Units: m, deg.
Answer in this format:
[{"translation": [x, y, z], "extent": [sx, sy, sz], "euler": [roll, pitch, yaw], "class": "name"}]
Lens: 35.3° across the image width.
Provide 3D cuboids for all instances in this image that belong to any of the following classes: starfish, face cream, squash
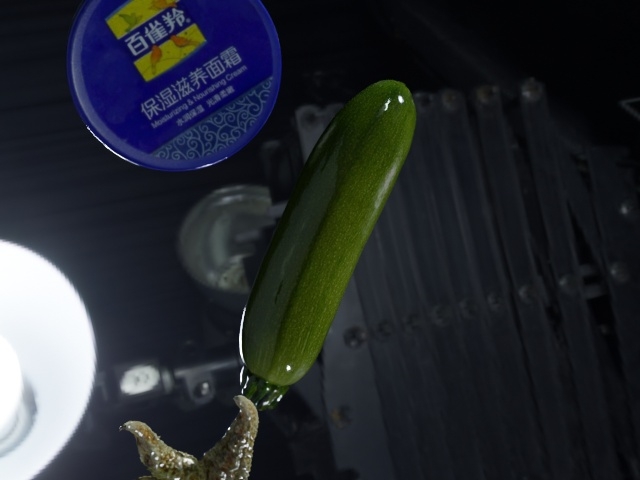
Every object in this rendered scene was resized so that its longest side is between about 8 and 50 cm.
[{"translation": [-0.041, 0.094, 0.370], "extent": [0.092, 0.086, 0.016], "euler": [-60, -164, 24], "class": "starfish"}, {"translation": [-0.146, -0.177, 0.994], "extent": [0.111, 0.206, 0.206], "euler": [-128, -149, -69], "class": "face cream"}, {"translation": [0.000, 0.000, 0.715], "extent": [0.069, 0.069, 0.258], "euler": [20, -94, 64], "class": "squash"}]
